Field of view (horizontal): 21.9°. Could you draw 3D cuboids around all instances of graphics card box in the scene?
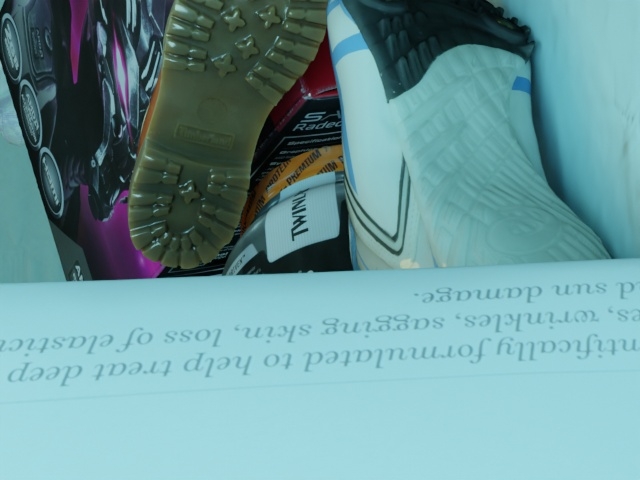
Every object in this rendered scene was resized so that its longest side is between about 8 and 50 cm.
[{"bbox_3d":[-0.070,-0.105,0.882,0.371,0.094,0.232,-44,62,60],"label":"graphics card box"}]

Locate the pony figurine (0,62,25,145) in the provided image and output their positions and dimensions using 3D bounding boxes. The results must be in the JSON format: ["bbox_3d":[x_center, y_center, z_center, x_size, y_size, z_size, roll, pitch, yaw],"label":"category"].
[{"bbox_3d":[-0.151,-0.215,1.491,0.351,0.303,0.363,88,-162,-58],"label":"pony figurine"}]

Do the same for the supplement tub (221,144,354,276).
[{"bbox_3d":[0.020,0.058,0.655,0.117,0.117,0.190,96,170,-46],"label":"supplement tub"}]

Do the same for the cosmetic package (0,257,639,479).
[{"bbox_3d":[-0.003,0.196,0.478,0.156,0.217,0.385,-100,13,-51],"label":"cosmetic package"}]

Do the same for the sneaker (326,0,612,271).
[{"bbox_3d":[0.039,-0.023,0.581,0.237,0.085,0.086,-101,31,-49],"label":"sneaker"}]

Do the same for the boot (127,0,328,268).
[{"bbox_3d":[-0.042,-0.075,0.681,0.084,0.059,0.158,-98,30,-62],"label":"boot"}]
